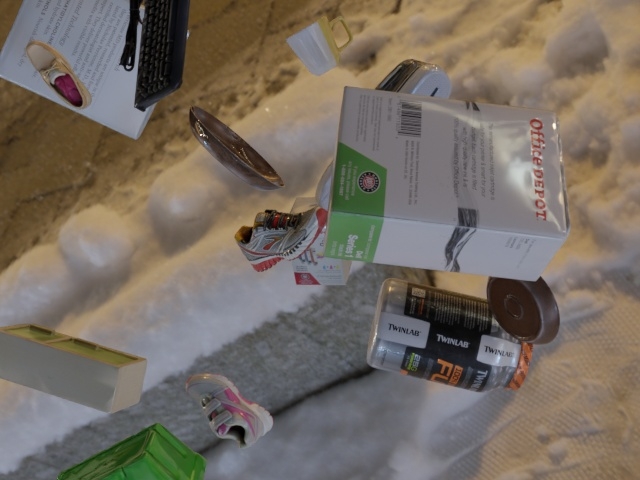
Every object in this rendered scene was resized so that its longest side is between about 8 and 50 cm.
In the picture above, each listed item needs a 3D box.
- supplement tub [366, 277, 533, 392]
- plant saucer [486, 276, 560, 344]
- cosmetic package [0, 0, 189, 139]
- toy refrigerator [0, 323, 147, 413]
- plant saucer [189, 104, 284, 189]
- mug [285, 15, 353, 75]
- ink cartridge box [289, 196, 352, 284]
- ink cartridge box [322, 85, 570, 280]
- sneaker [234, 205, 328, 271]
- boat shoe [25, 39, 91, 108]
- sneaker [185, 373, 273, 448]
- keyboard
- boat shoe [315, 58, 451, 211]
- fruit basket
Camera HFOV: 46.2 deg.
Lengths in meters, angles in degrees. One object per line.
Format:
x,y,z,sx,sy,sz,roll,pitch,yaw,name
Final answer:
0.265,0.201,1.552,0.316,0.193,0.194,12,65,4,supplement tub
0.352,0.114,1.336,0.029,0.168,0.168,-23,39,-25,plant saucer
-0.611,-0.522,2.047,0.327,0.393,0.329,-62,20,9,cosmetic package
-0.462,0.224,1.365,0.269,0.102,0.094,13,93,16,toy refrigerator
-0.222,-0.225,1.910,0.050,0.310,0.310,-48,45,8,plant saucer
0.002,-0.259,1.000,0.078,0.064,0.062,-25,15,22,mug
0.000,0.000,1.788,0.128,0.176,0.127,0,34,14,ink cartridge box
0.121,-0.056,0.748,0.219,0.092,0.160,8,58,-1,ink cartridge box
-0.076,-0.013,1.352,0.225,0.093,0.088,-25,25,42,sneaker
-0.544,-0.343,1.559,0.063,0.170,0.059,-41,20,5,boat shoe
-0.247,0.441,1.936,0.103,0.252,0.111,-58,-3,37,sneaker
-0.256,-0.351,1.144,0.201,0.033,0.317,-15,67,48,keyboard
0.105,-0.190,1.392,0.335,0.121,0.119,-48,37,3,boat shoe
-0.425,0.665,1.792,0.392,0.392,0.283,-40,12,8,fruit basket
